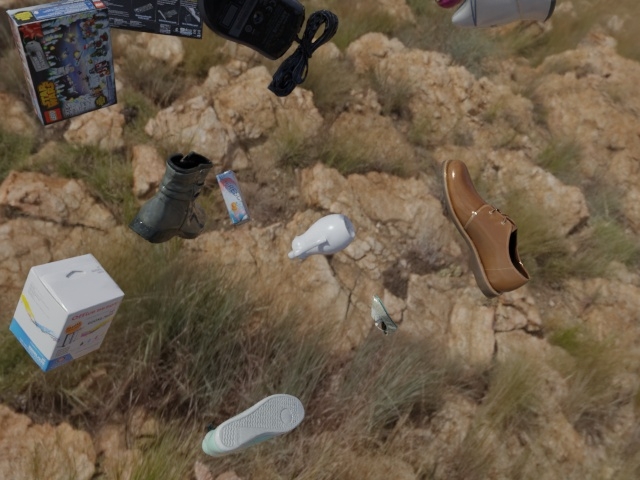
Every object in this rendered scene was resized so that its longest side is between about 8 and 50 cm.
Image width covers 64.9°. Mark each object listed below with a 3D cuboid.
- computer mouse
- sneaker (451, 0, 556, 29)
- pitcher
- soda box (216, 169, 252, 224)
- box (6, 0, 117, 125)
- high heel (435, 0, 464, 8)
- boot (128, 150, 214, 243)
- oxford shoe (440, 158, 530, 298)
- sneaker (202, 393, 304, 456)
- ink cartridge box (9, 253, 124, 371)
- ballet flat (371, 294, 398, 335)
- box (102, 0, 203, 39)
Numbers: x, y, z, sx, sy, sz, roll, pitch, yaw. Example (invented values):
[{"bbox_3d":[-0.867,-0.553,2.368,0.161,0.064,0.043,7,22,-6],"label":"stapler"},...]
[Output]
[{"bbox_3d":[-0.111,-0.392,0.900,0.272,0.188,0.072,19,28,-48],"label":"computer mouse"},{"bbox_3d":[0.166,-0.364,0.532,0.129,0.297,0.111,-9,32,27],"label":"sneaker"},{"bbox_3d":[0.000,0.000,1.657,0.126,0.207,0.178,64,20,-9],"label":"pitcher"},{"bbox_3d":[-0.296,-0.146,1.725,0.058,0.063,0.183,-22,82,5],"label":"soda box"},{"bbox_3d":[-0.283,-0.200,0.568,0.093,0.137,0.027,-30,70,-30],"label":"box"},{"bbox_3d":[0.364,-0.542,1.075,0.181,0.127,0.377,47,55,-17],"label":"high heel"},{"bbox_3d":[-0.241,-0.085,0.934,0.083,0.161,0.246,36,12,2],"label":"boot"},{"bbox_3d":[0.239,-0.028,0.723,0.076,0.076,0.213,-18,83,-48],"label":"oxford shoe"},{"bbox_3d":[-0.171,0.457,1.250,0.255,0.151,0.094,-7,68,-39],"label":"sneaker"},{"bbox_3d":[-0.663,0.184,1.320,0.168,0.233,0.171,43,29,15],"label":"ink cartridge box"},{"bbox_3d":[0.178,0.226,1.470,0.052,0.168,0.057,-36,37,-2],"label":"ballet flat"},{"bbox_3d":[-0.444,-0.646,1.245,0.307,0.243,0.076,-5,28,-29],"label":"box"}]
